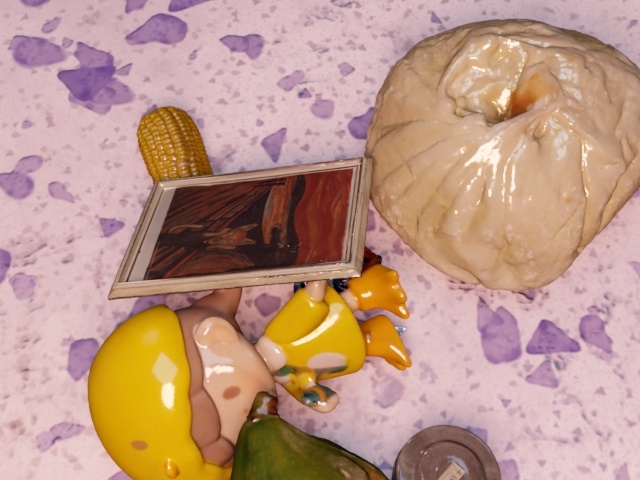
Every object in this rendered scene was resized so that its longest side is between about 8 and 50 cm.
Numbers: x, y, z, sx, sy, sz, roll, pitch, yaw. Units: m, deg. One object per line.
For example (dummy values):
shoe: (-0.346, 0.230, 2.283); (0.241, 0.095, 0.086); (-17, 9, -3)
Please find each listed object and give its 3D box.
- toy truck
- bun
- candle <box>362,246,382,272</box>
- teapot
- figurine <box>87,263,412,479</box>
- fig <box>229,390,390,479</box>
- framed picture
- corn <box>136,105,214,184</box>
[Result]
toy truck: (0.034, 0.074, 1.153); (0.136, 0.063, 0.074); (3, 83, 1)
bun: (0.228, -0.127, 1.154); (0.352, 0.227, 0.349); (3, 62, 4)
candle: (0.000, 0.000, 1.204); (0.162, 0.053, 0.048); (32, 113, 22)
teapot: (0.128, 0.277, 1.020); (0.111, 0.108, 0.149); (-4, 62, -7)
figurine: (-0.073, 0.142, 1.043); (0.343, 0.215, 0.187); (-19, 27, -13)
fig: (-0.021, 0.267, 0.937); (0.195, 0.195, 0.245); (-33, 88, -14)
framed picture: (-0.081, -0.020, 1.070); (0.273, 0.016, 0.216); (-6, 36, 11)
corn: (-0.166, -0.068, 1.219); (0.080, 0.080, 0.231); (-20, 64, -8)
